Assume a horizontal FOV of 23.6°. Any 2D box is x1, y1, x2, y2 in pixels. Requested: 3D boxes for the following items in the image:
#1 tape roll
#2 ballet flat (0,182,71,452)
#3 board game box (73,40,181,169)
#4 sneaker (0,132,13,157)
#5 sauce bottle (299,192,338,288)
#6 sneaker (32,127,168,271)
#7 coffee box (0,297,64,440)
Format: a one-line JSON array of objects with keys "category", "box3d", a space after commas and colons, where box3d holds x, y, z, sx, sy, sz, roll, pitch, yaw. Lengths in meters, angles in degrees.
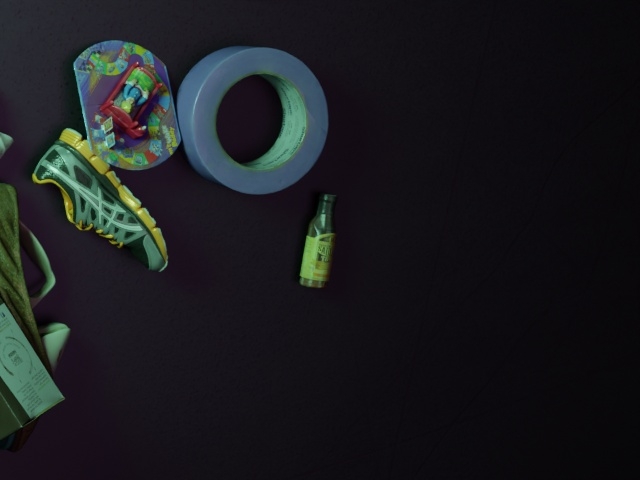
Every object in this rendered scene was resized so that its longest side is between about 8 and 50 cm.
[{"category": "tape roll", "box3d": [-0.090, -0.156, 1.978, 0.189, 0.080, 0.189, -4, 100, -23]}, {"category": "ballet flat", "box3d": [-0.377, 0.086, 1.885, 0.124, 0.116, 0.342, -21, 104, -40]}, {"category": "board game box", "box3d": [-0.231, -0.173, 1.900, 0.133, 0.033, 0.169, -6, 81, -37]}, {"category": "sneaker", "box3d": [-0.443, -0.185, 1.825, 0.094, 0.080, 0.212, -39, 114, -33]}, {"category": "sauce bottle", "box3d": [0.000, 0.000, 2.065, 0.042, 0.042, 0.128, 5, 98, -25]}, {"category": "sneaker", "box3d": [-0.273, -0.038, 1.917, 0.083, 0.084, 0.215, -43, 103, -12]}, {"category": "coffee box", "box3d": [-0.434, 0.127, 1.786, 0.141, 0.098, 0.246, -32, 92, 25]}]
